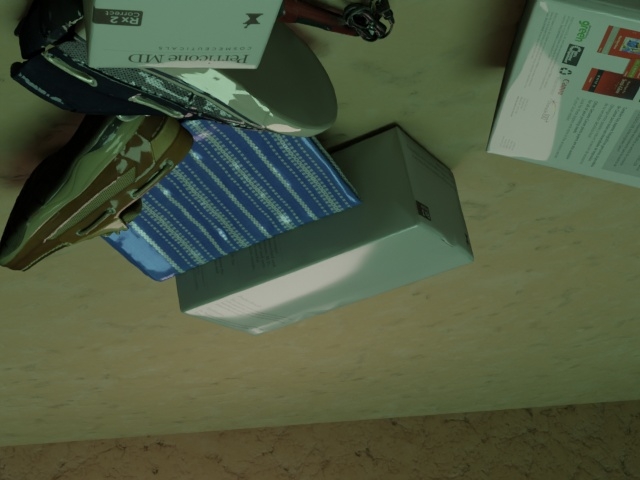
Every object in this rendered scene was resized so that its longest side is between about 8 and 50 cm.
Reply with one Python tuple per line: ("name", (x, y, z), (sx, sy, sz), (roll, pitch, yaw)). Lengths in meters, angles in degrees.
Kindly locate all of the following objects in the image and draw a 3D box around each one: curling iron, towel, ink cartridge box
("curling iron", (-0.034, -0.246, 0.995), (0.274, 0.035, 0.068), (6, 148, -36))
("towel", (-0.149, -0.061, 1.275), (0.336, 0.040, 0.243), (-21, 135, 23))
("ink cartridge box", (0.341, -0.185, 1.057), (0.272, 0.130, 0.309), (15, 158, 5))

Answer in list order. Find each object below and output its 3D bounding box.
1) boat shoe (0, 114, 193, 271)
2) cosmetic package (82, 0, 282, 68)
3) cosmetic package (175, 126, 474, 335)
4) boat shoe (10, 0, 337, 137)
("boat shoe", (-0.269, -0.051, 1.172), (0.120, 0.122, 0.324), (31, 132, -27))
("cosmetic package", (-0.112, -0.249, 0.799), (0.151, 0.151, 0.183), (-2, 156, -17))
("cosmetic package", (0.000, 0.000, 1.436), (0.385, 0.156, 0.217), (-21, 157, 20))
("boat shoe", (-0.149, -0.175, 1.026), (0.340, 0.127, 0.158), (22, 148, -40))
